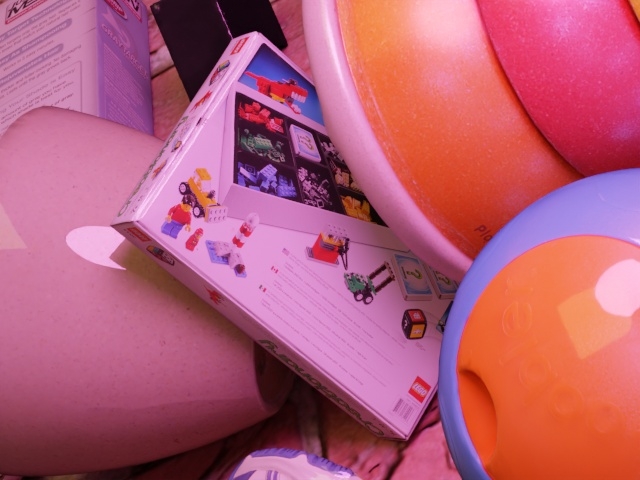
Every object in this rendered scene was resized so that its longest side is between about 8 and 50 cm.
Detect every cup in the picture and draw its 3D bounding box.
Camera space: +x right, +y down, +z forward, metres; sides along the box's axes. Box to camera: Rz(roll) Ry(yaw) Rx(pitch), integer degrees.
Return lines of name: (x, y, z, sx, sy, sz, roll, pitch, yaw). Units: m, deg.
cup: (-0.145, 0.056, 1.672, 0.237, 0.331, 0.331, 6, 55, 16)

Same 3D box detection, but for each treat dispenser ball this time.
treat dispenser ball: (0.223, 0.094, 1.293, 0.288, 0.288, 0.288, -24, 41, 23)

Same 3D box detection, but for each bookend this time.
bookend: (-0.086, -0.189, 1.997, 0.072, 0.156, 0.157, -25, -3, 22)

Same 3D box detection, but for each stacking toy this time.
stacking toy: (0.259, -0.187, 1.459, 0.480, 0.350, 0.350, -21, 42, 31)

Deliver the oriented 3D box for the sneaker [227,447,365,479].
sneaker: (0.015, 0.249, 1.472, 0.296, 0.112, 0.131, 8, 60, 46)

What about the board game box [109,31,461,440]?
board game box: (0.000, 0.000, 1.567, 0.193, 0.305, 0.053, -58, 23, -20)

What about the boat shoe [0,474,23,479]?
boat shoe: (-0.311, 0.190, 1.742, 0.096, 0.098, 0.277, -26, 2, 6)

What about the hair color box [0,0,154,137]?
hair color box: (-0.289, -0.142, 2.113, 0.185, 0.113, 0.374, -28, 40, 18)
